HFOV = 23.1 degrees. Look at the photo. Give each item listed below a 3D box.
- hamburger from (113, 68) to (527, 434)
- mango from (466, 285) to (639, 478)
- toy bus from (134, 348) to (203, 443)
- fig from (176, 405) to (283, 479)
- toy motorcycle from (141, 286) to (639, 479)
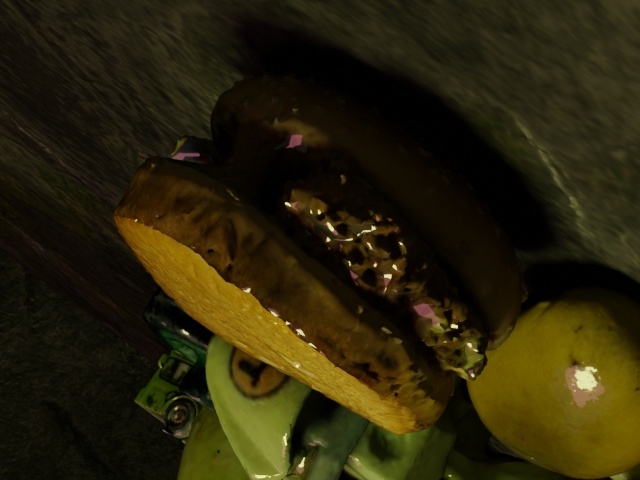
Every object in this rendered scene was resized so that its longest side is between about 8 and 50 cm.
[{"bbox_3d":[0.005,0.002,0.707,0.182,0.118,0.191,32,173,1],"label":"hamburger"},{"bbox_3d":[0.122,0.066,0.754,0.103,0.076,0.161,41,162,7],"label":"mango"},{"bbox_3d":[-0.052,0.196,1.688,0.302,0.139,0.113,22,164,38],"label":"toy bus"},{"bbox_3d":[-0.008,0.265,1.363,0.258,0.326,0.258,10,158,4],"label":"fig"},{"bbox_3d":[0.066,0.144,1.043,0.410,0.168,0.237,31,176,-7],"label":"toy motorcycle"}]
